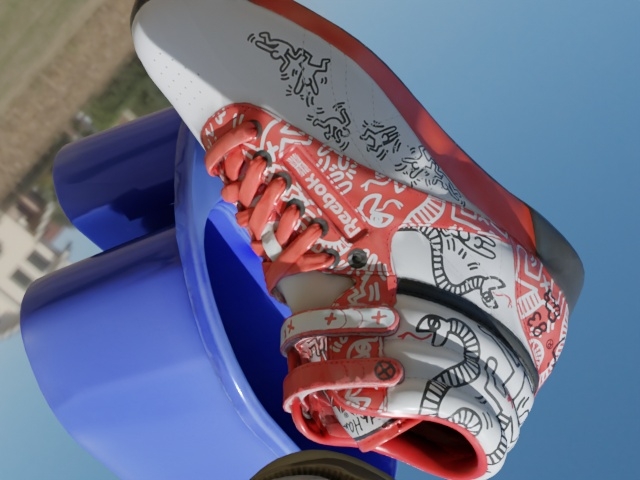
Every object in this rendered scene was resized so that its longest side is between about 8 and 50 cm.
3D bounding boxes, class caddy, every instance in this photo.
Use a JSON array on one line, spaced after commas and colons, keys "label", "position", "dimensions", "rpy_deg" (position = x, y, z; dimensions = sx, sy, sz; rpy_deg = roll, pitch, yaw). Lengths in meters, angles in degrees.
[{"label": "caddy", "position": [-0.040, 0.050, 0.766], "dimensions": [0.179, 0.341, 0.241], "rpy_deg": [-13, -129, 19]}]

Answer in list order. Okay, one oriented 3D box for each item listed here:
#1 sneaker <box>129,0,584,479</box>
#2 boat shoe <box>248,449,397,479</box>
[{"label": "sneaker", "position": [0.001, 0.000, 0.534], "dimensions": [0.090, 0.270, 0.145], "rpy_deg": [-34, -157, 54]}, {"label": "boat shoe", "position": [0.087, 0.172, 0.338], "dimensions": [0.113, 0.302, 0.103], "rpy_deg": [-65, 171, 7]}]
